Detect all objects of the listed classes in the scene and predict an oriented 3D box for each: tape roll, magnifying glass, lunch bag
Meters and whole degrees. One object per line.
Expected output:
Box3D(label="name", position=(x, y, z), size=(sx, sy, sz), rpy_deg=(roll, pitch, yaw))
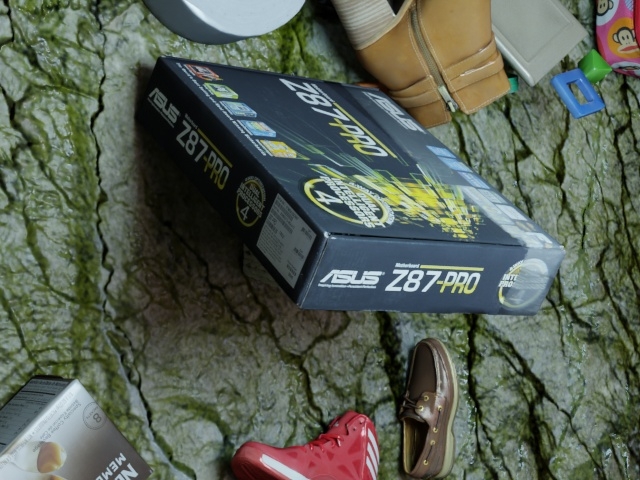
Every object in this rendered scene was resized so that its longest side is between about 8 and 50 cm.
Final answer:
Box3D(label="tape roll", position=(-0.112, -0.336, 1.769), size=(0.219, 0.072, 0.219), rpy_deg=(2, 87, -38))
Box3D(label="magnifying glass", position=(0.147, -0.194, 1.957), size=(0.231, 0.092, 0.026), rpy_deg=(-5, 105, -27))
Box3D(label="lunch bag", position=(0.521, -0.348, 2.224), size=(0.293, 0.120, 0.258), rpy_deg=(12, 76, -37))

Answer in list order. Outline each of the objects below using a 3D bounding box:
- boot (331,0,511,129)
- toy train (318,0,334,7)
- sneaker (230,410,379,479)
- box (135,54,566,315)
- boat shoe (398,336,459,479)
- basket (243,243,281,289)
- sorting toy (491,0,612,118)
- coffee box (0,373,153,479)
Box3D(label="boot", position=(0.173, -0.253, 1.807), size=(0.220, 0.283, 0.109), rpy_deg=(54, 25, -28))
Box3D(label="toy train", position=(0.056, -0.295, 1.921), size=(0.158, 0.027, 0.036), rpy_deg=(6, 88, -36))
Box3D(label="sneaker", position=(-0.013, 0.248, 1.821), size=(0.221, 0.087, 0.128), rpy_deg=(37, 58, -43))
Box3D(label="box", position=(0.024, -0.060, 1.671), size=(0.318, 0.395, 0.097), rpy_deg=(6, 117, -36))
Box3D(label="boat shoe", position=(0.131, 0.210, 1.928), size=(0.060, 0.064, 0.178), rpy_deg=(1, 90, -39))
Box3D(label="basket", position=(0.000, 0.000, 1.805), size=(0.167, 0.113, 0.103), rpy_deg=(1, 101, -37))
Box3D(label="sorting toy", position=(0.242, -0.295, 2.011), size=(0.347, 0.047, 0.196), rpy_deg=(48, 42, 0))
Box3D(label="coffee box", position=(-0.310, 0.270, 1.571), size=(0.246, 0.098, 0.141), rpy_deg=(-46, 114, -29))
